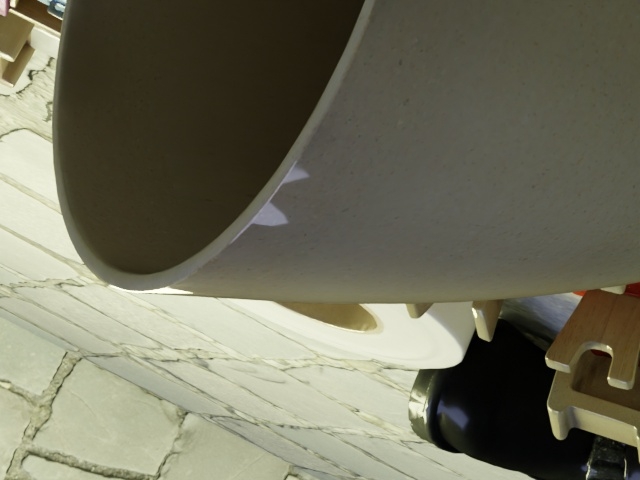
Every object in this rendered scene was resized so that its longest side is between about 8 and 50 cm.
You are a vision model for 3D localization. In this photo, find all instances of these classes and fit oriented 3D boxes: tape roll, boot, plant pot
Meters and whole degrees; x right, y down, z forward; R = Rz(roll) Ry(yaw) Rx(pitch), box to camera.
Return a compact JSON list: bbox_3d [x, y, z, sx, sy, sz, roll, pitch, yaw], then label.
[{"bbox_3d":[0.000,0.000,1.098,0.286,0.100,0.286,23,164,7],"label":"tape roll"},{"bbox_3d":[0.260,0.181,1.238,0.260,0.131,0.348,20,176,38],"label":"boot"},{"bbox_3d":[0.071,-0.079,0.552,0.274,0.256,0.256,14,171,-31],"label":"plant pot"}]

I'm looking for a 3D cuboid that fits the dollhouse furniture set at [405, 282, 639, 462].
[{"bbox_3d":[0.205,0.033,0.935,0.262,0.135,0.259,16,151,24],"label":"dollhouse furniture set"}]

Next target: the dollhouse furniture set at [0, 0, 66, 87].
[{"bbox_3d":[-0.222,-0.043,0.904,0.198,0.303,0.286,27,164,-6],"label":"dollhouse furniture set"}]
